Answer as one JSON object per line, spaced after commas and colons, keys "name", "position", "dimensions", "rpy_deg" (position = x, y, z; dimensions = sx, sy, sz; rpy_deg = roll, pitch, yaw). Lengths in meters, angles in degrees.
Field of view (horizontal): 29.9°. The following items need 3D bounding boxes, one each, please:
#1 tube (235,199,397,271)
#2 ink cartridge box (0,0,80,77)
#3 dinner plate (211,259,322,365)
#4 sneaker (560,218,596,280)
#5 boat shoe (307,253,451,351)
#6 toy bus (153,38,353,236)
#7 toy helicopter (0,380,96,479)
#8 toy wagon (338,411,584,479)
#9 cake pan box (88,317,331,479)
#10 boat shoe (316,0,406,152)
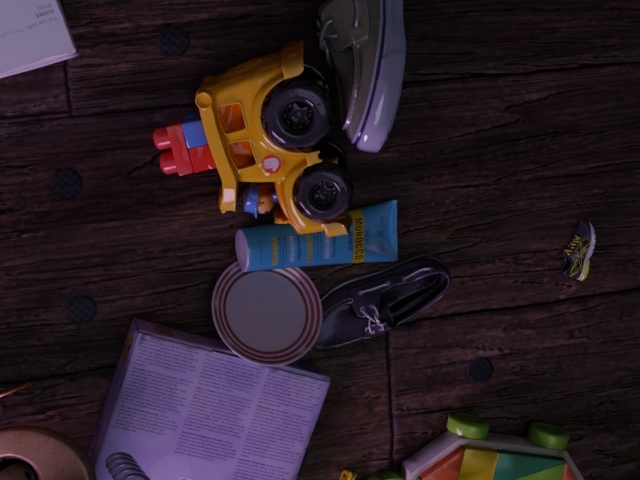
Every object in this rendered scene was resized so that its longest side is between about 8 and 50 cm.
{"name": "tube", "position": [0.000, 0.000, 1.476], "dimensions": [0.207, 0.052, 0.080], "rpy_deg": [-8, 113, -20]}
{"name": "ink cartridge box", "position": [-0.353, -0.312, 1.226], "dimensions": [0.117, 0.207, 0.283], "rpy_deg": [-20, 106, -9]}
{"name": "dinner plate", "position": [-0.066, 0.086, 1.463], "dimensions": [0.141, 0.017, 0.141], "rpy_deg": [7, 70, -19]}
{"name": "sneaker", "position": [0.337, 0.012, 1.573], "dimensions": [0.035, 0.031, 0.083], "rpy_deg": [3, 101, -15]}
{"name": "boat shoe", "position": [0.070, 0.080, 1.498], "dimensions": [0.206, 0.065, 0.075], "rpy_deg": [-27, 107, -8]}
{"name": "toy bus", "position": [-0.076, -0.099, 1.390], "dimensions": [0.211, 0.149, 0.220], "rpy_deg": [-16, 108, 2]}
{"name": "toy helicopter", "position": [-0.431, 0.273, 1.361], "dimensions": [0.355, 0.140, 0.235], "rpy_deg": [0, 93, 4]}
{"name": "toy wagon", "position": [0.187, 0.365, 1.588], "dimensions": [0.344, 0.068, 0.267], "rpy_deg": [10, 99, -17]}
{"name": "cake pan box", "position": [-0.139, 0.245, 1.477], "dimensions": [0.267, 0.070, 0.246], "rpy_deg": [15, 99, -17]}
{"name": "boat shoe", "position": [0.041, -0.247, 1.376], "dimensions": [0.094, 0.109, 0.302], "rpy_deg": [7, 73, -13]}
